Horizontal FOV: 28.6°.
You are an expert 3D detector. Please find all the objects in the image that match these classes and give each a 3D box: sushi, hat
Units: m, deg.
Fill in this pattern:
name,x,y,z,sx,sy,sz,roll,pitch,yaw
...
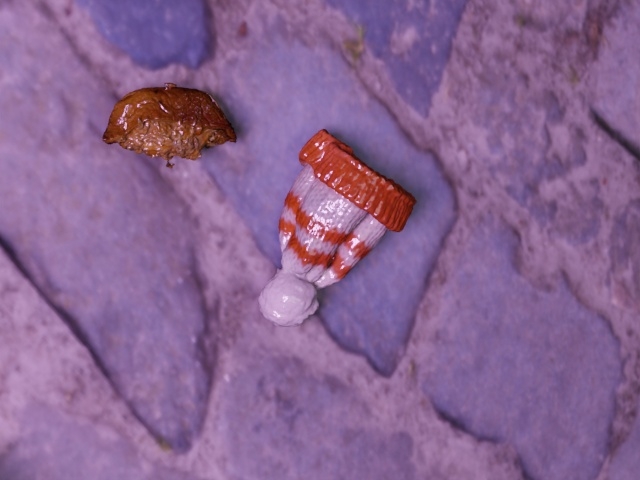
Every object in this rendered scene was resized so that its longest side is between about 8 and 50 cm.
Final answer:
name,x,y,z,sx,sy,sz,roll,pitch,yaw
sushi,-0.122,-0.090,1.015,0.118,0.061,0.060,-8,70,-19
hat,0.000,0.000,1.080,0.112,0.093,0.162,33,96,-14
